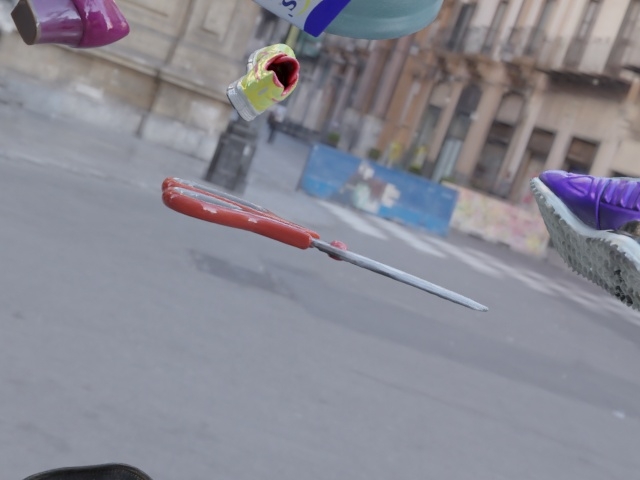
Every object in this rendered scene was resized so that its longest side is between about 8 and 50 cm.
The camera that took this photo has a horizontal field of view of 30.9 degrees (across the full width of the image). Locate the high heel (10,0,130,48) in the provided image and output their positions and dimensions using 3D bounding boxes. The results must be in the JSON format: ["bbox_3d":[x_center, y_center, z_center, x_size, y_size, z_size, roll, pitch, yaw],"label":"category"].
[{"bbox_3d":[-0.450,-0.479,1.896,0.181,0.377,0.127,-11,-12,-42],"label":"high heel"}]

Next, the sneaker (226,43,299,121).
[{"bbox_3d":[-0.063,-0.249,1.741,0.081,0.094,0.208,51,29,-17],"label":"sneaker"}]

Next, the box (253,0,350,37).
[{"bbox_3d":[-0.020,-0.276,1.053,0.137,0.126,0.072,25,40,-28],"label":"box"}]

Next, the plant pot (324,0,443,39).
[{"bbox_3d":[0.046,-0.420,1.462,0.293,0.196,0.293,11,45,-11],"label":"plant pot"}]

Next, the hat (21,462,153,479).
[{"bbox_3d":[-0.272,0.432,1.419,0.331,0.331,0.134,15,-9,-42],"label":"hat"}]

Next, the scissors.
[{"bbox_3d":[0.000,0.000,0.989,0.297,0.021,0.109,18,6,2],"label":"scissors"}]

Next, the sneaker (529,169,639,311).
[{"bbox_3d":[0.346,-0.023,1.282,0.102,0.146,0.293,63,-4,-26],"label":"sneaker"}]
